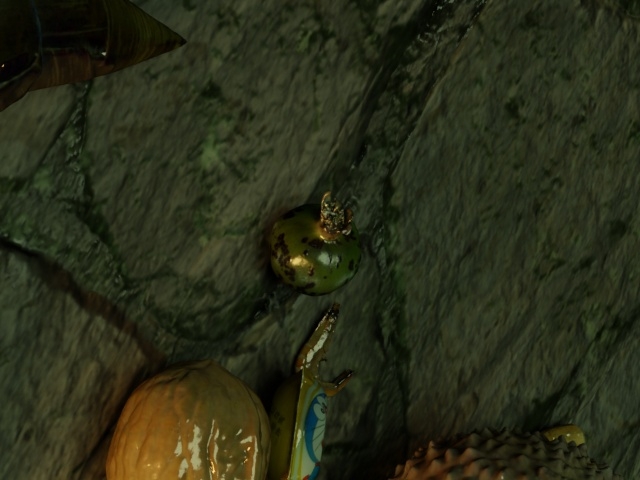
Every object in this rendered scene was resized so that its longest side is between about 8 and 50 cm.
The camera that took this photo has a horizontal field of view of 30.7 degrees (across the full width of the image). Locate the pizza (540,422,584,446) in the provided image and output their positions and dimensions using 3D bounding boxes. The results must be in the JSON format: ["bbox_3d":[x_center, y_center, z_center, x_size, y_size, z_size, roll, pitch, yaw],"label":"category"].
[{"bbox_3d":[0.351,0.382,1.745,0.154,0.069,0.194,-23,102,-31],"label":"pizza"}]

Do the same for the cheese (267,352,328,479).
[{"bbox_3d":[-0.035,0.274,1.458,0.069,0.177,0.271,8,104,1],"label":"cheese"}]

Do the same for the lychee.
[{"bbox_3d":[0.234,0.419,1.504,0.432,0.380,0.381,-24,105,-53],"label":"lychee"}]

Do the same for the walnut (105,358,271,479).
[{"bbox_3d":[-0.150,0.241,1.352,0.213,0.213,0.213,-1,92,-33],"label":"walnut"}]

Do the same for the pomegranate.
[{"bbox_3d":[0.000,0.000,1.466,0.122,0.161,0.122,11,51,-14],"label":"pomegranate"}]

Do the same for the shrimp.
[{"bbox_3d":[0.013,0.146,1.547,0.091,0.025,0.127,22,83,-31],"label":"shrimp"}]

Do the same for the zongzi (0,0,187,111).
[{"bbox_3d":[-0.358,-0.331,1.226,0.432,0.207,0.404,-28,96,-48],"label":"zongzi"}]
